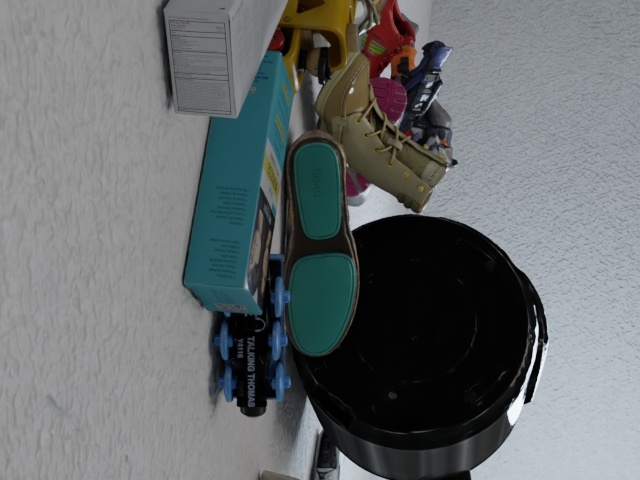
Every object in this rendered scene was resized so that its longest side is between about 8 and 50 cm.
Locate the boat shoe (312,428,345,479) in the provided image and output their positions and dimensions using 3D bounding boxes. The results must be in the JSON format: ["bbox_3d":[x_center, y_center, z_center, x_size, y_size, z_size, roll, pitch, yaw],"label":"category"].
[{"bbox_3d":[0.013,0.422,2.013,0.063,0.066,0.184,58,38,-53],"label":"boat shoe"}]

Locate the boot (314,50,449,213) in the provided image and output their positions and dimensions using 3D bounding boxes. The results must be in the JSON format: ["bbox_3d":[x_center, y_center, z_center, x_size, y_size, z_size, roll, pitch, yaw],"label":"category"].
[{"bbox_3d":[0.092,-0.150,1.609,0.095,0.203,0.262,-50,167,-24],"label":"boot"}]

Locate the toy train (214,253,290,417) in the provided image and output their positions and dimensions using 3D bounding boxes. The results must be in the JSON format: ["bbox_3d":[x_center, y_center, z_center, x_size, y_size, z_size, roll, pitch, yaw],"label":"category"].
[{"bbox_3d":[-0.071,0.094,1.198,0.105,0.080,0.184,-89,179,-72],"label":"toy train"}]

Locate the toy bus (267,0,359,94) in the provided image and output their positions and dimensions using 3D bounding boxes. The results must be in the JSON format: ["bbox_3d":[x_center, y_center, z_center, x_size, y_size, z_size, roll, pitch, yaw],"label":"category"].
[{"bbox_3d":[-0.006,-0.244,1.317,0.191,0.104,0.202,-63,156,-68],"label":"toy bus"}]

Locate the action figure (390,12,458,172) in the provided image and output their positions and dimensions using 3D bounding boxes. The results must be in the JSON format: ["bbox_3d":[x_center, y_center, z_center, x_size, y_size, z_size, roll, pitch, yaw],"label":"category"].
[{"bbox_3d":[0.188,-0.263,2.076,0.341,0.178,0.330,-52,-139,46],"label":"action figure"}]

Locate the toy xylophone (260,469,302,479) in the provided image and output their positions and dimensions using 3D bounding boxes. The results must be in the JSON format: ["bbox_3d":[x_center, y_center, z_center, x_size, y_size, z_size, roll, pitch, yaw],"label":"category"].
[{"bbox_3d":[-0.069,0.427,1.372,0.323,0.081,0.236,-30,124,-80],"label":"toy xylophone"}]

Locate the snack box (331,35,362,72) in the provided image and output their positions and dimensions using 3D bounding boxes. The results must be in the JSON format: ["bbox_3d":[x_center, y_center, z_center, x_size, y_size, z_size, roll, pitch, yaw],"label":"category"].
[{"bbox_3d":[0.042,-0.292,1.846,0.141,0.037,0.100,-67,159,-65],"label":"snack box"}]

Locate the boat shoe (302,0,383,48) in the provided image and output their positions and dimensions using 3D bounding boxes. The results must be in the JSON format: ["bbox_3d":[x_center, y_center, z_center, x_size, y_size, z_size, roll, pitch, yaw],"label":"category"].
[{"bbox_3d":[0.035,-0.336,1.542,0.302,0.103,0.113,-76,168,-46],"label":"boat shoe"}]

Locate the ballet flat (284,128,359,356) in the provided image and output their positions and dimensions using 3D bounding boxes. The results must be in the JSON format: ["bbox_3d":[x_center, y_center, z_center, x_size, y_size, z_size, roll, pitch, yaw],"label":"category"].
[{"bbox_3d":[0.000,0.000,1.541,0.106,0.107,0.316,-104,-164,-73],"label":"ballet flat"}]

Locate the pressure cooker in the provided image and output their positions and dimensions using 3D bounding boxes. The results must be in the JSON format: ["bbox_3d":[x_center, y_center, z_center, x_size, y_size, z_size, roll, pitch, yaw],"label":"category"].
[{"bbox_3d":[0.149,0.185,1.778,0.370,0.375,0.420,-55,162,-17],"label":"pressure cooker"}]

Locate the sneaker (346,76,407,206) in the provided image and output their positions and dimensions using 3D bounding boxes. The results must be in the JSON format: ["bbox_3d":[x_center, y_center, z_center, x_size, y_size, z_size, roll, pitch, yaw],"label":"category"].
[{"bbox_3d":[0.073,-0.166,1.924,0.111,0.103,0.252,90,23,-66],"label":"sneaker"}]

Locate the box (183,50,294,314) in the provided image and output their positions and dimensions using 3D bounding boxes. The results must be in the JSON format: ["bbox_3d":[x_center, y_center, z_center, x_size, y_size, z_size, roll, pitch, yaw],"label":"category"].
[{"bbox_3d":[-0.076,-0.058,1.104,0.100,0.060,0.244,70,26,-71],"label":"box"}]

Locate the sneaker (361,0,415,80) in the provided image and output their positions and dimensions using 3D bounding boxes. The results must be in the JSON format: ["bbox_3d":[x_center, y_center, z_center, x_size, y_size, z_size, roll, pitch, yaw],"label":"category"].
[{"bbox_3d":[0.106,-0.339,1.961,0.107,0.118,0.279,-73,168,-55],"label":"sneaker"}]

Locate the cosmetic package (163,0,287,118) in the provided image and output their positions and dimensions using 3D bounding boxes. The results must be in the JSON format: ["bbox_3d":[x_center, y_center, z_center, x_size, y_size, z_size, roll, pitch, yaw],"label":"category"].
[{"bbox_3d":[-0.078,-0.212,0.997,0.239,0.060,0.099,-74,169,-52],"label":"cosmetic package"}]
